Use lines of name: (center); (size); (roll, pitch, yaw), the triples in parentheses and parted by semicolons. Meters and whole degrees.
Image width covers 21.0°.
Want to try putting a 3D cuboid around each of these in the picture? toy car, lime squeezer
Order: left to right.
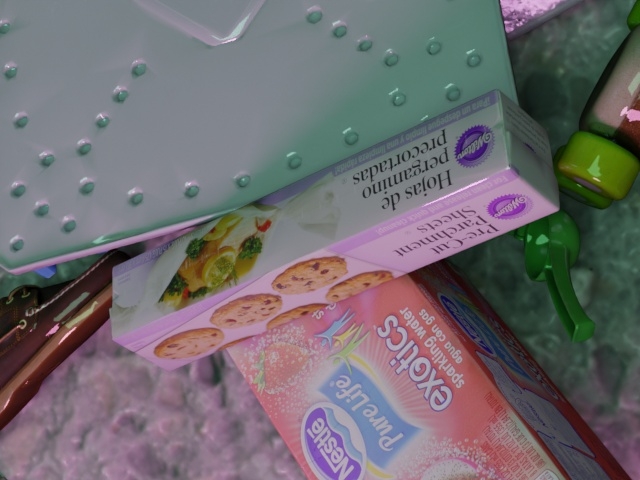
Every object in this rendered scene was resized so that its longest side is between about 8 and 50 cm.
lime squeezer: (0.114, -0.006, 1.244); (0.310, 0.110, 0.059); (36, 139, 43)
toy car: (0.275, -0.070, 1.179); (0.188, 0.149, 0.155); (28, 88, 3)

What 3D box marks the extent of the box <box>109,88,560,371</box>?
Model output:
box: (0.000, 0.000, 1.139); (0.324, 0.067, 0.063); (-23, 54, 28)

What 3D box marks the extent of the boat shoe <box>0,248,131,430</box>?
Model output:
boat shoe: (-0.228, 0.073, 1.350); (0.207, 0.073, 0.073); (-43, 81, 12)

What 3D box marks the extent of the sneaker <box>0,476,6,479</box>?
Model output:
sneaker: (-0.324, 0.203, 1.383); (0.095, 0.090, 0.235); (-46, 75, 24)

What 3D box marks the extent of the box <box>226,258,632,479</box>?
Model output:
box: (0.079, 0.130, 1.156); (0.142, 0.154, 0.300); (-47, 48, 11)

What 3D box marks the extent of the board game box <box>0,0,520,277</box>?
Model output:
board game box: (-0.068, -0.194, 1.252); (0.390, 0.050, 0.390); (-15, 67, 17)

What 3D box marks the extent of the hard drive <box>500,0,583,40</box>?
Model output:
hard drive: (0.168, -0.213, 1.229); (0.135, 0.022, 0.094); (-28, 111, 25)
